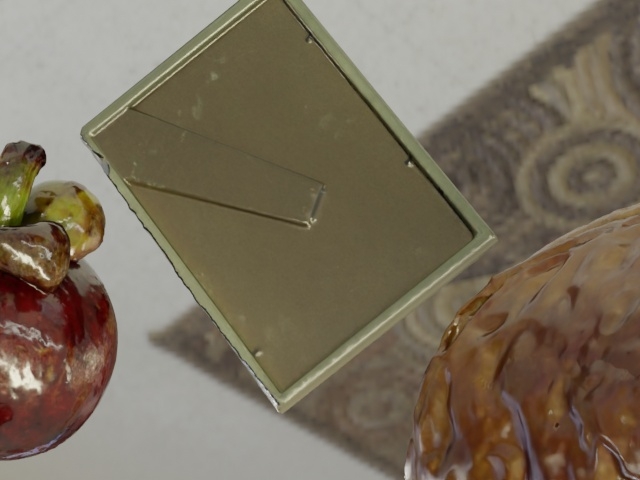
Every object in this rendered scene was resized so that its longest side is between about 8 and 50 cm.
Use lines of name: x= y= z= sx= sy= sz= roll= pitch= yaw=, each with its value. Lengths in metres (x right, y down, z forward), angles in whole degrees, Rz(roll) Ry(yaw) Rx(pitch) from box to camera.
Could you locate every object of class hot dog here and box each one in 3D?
hot dog: x=0.209 y=0.109 z=0.868 sx=0.174 sy=0.387 sz=0.267 roll=-25 pitch=102 yaw=-33

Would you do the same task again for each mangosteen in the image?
mangosteen: x=-0.254 y=0.047 z=1.490 sx=0.215 sy=0.215 sz=0.257 roll=16 pitch=98 yaw=-23

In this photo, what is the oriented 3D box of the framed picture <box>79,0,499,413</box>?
framed picture: x=-0.032 y=-0.042 z=1.465 sx=0.211 sy=0.289 sz=0.020 roll=-39 pitch=160 yaw=1
